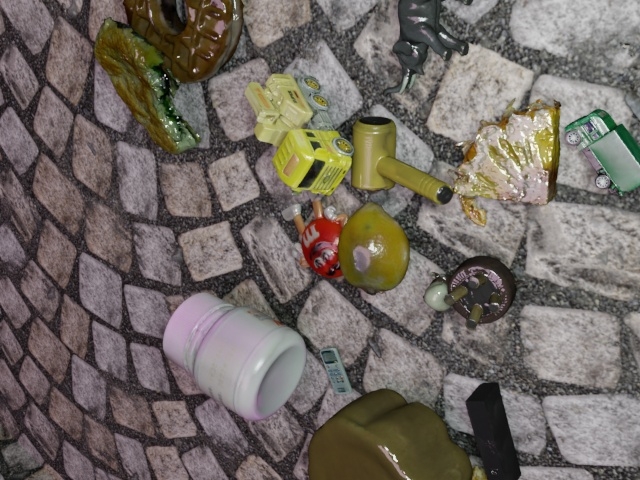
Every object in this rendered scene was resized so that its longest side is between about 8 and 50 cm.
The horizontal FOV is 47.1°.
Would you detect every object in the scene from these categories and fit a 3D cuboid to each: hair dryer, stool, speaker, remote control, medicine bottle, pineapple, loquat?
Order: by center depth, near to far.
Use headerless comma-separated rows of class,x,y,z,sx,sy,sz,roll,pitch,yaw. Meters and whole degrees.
pineapple,0.340,-0.139,1.292,0.236,0.114,0.186,-39,84,38
hair dryer,0.153,-0.141,1.395,0.279,0.090,0.135,36,131,53
stool,0.285,0.103,1.439,0.217,0.121,0.125,-6,107,34
loquat,0.109,0.017,1.520,0.152,0.152,0.195,3,98,37
speaker,0.364,0.413,1.539,0.044,0.082,0.218,-7,106,39
remote control,0.038,0.318,1.790,0.053,0.018,0.124,-12,102,40
medicine bottle,-0.215,0.277,1.818,0.302,0.241,0.241,25,123,27

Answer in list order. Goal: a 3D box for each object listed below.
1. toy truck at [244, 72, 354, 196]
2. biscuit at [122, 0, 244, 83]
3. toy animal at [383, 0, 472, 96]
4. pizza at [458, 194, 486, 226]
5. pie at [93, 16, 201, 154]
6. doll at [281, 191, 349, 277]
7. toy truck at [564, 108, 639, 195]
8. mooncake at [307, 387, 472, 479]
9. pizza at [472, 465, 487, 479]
toy truck,-0.054,-0.222,1.485,0.124,0.157,0.272,-54,48,40
biscuit,-0.308,-0.514,1.634,0.332,0.103,0.332,15,117,32
toy animal,0.193,-0.364,1.327,0.137,0.082,0.269,30,129,28
pizza,0.295,-0.060,1.423,0.037,0.016,0.083,-39,82,35
pie,-0.408,-0.356,1.707,0.296,0.078,0.371,38,158,22
doll,0.000,0.000,1.637,0.183,0.085,0.217,-35,78,41
toy truck,0.473,-0.147,1.214,0.079,0.065,0.147,-39,84,39
mooncake,0.160,0.522,1.645,0.378,0.201,0.378,24,128,36
pizza,0.404,0.624,1.612,0.197,0.058,0.292,-6,106,48
